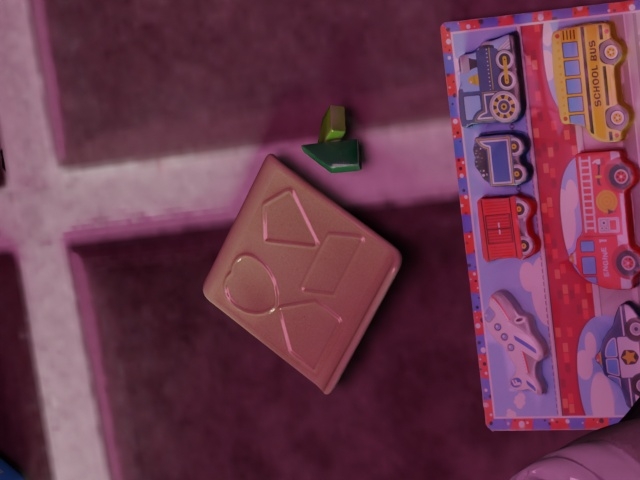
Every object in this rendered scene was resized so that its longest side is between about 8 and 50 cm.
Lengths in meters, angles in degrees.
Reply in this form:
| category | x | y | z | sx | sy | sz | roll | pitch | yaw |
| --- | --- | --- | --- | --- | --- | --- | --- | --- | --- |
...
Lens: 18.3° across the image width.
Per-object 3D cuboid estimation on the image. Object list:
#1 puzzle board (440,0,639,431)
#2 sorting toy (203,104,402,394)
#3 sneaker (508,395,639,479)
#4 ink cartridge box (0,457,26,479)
| category | x | y | z | sx | sy | sz | roll | pitch | yaw |
| --- | --- | --- | --- | --- | --- | --- | --- | --- | --- |
| puzzle board | 0.086 | -0.006 | 0.592 | 0.096 | 0.011 | 0.128 | -4 | 97 | 30 |
| sorting toy | 0.000 | 0.000 | 0.639 | 0.062 | 0.012 | 0.083 | 39 | 118 | 23 |
| sneaker | 0.125 | 0.051 | 0.492 | 0.101 | 0.153 | 0.268 | 33 | 101 | 20 |
| ink cartridge box | -0.231 | 0.092 | 0.740 | 0.203 | 0.086 | 0.148 | 38 | 114 | 20 |
